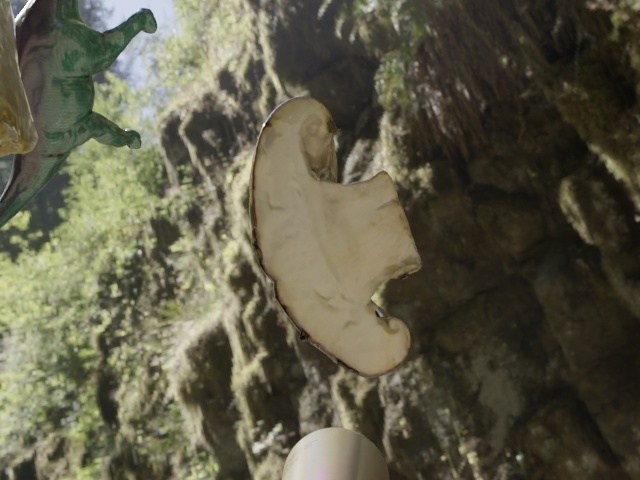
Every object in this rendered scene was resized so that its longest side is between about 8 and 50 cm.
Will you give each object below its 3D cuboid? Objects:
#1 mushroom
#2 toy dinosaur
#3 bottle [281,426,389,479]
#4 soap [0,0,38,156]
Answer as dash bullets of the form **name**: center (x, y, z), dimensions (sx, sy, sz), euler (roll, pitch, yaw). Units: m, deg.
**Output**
- **mushroom**: center (0.000, 0.000, 0.919), dimensions (0.156, 0.286, 0.151), euler (-20, 5, -13)
- **toy dinosaur**: center (-0.325, -0.157, 0.971), dimensions (0.331, 0.129, 0.384), euler (-48, -28, -48)
- **bottle**: center (0.003, 0.106, 0.333), dimensions (0.045, 0.045, 0.096), euler (-21, 5, 7)
- **soap**: center (-0.262, -0.054, 0.331), dimensions (0.274, 0.089, 0.173), euler (-11, 0, -8)
